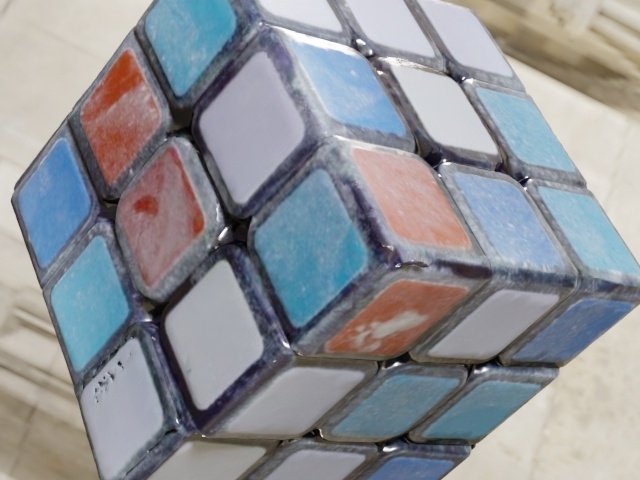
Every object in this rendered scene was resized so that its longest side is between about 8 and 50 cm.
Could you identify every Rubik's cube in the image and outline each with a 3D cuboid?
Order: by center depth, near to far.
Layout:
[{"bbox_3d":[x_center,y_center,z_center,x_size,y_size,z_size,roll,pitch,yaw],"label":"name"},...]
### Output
[{"bbox_3d":[0.000,0.000,1.244,0.359,0.362,0.363,-46,-128,33],"label":"Rubik's cube"}]
